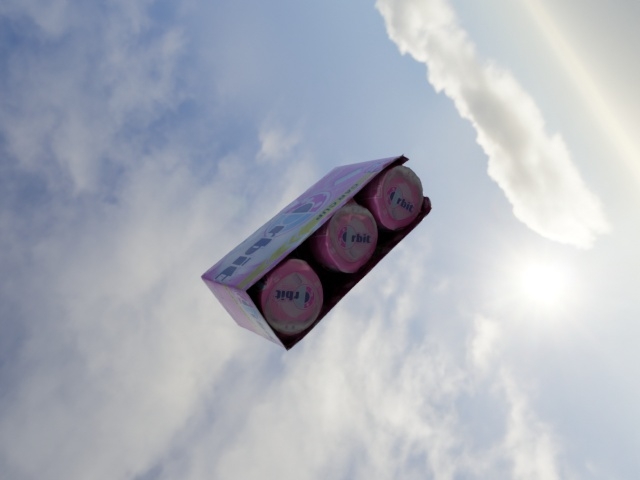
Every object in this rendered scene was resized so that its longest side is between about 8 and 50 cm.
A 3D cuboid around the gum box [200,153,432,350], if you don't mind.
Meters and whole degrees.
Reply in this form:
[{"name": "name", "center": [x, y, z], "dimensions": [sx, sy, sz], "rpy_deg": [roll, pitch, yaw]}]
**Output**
[{"name": "gum box", "center": [0.000, 0.000, 0.432], "dimensions": [0.188, 0.107, 0.062], "rpy_deg": [-42, -69, -23]}]
